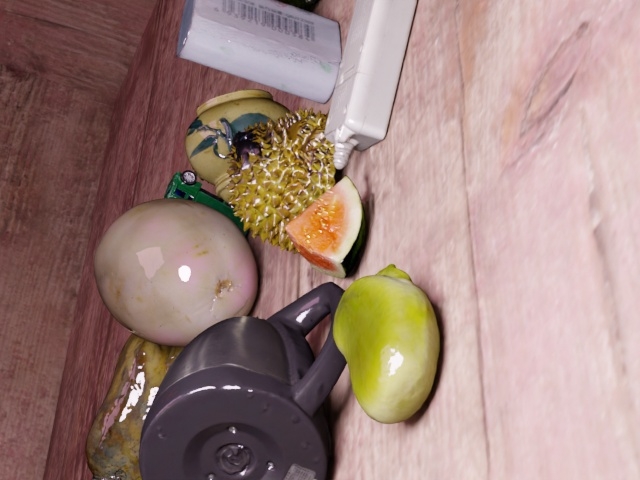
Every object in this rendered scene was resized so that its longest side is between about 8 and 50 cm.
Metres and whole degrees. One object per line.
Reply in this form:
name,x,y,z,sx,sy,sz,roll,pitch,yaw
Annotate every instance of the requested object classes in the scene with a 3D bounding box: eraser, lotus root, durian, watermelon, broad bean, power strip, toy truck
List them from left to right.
lotus root,-0.274,0.271,2.152,0.275,0.152,0.160,-67,15,-10
toy truck,-0.186,-0.045,2.187,0.065,0.147,0.079,-51,11,51
eraser,-0.089,-0.294,1.977,0.174,0.227,0.081,-90,23,-47
durian,-0.049,-0.102,1.803,0.193,0.137,0.237,-99,31,-60
watermelon,0.000,0.000,1.620,0.135,0.094,0.125,122,151,-53
power strip,0.070,-0.248,1.707,0.098,0.058,0.338,159,127,-69
broad bean,0.069,0.097,1.328,0.124,0.082,0.174,-67,27,21

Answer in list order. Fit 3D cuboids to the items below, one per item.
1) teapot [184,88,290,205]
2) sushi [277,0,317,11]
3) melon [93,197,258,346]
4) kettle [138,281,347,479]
teapot,-0.111,-0.115,2.029,0.269,0.173,0.183,123,135,-70
sushi,-0.074,-0.491,2.227,0.352,0.178,0.294,-54,27,41
melon,-0.218,0.048,2.044,0.317,0.223,0.223,9,82,58
kettle,-0.086,0.166,1.555,0.271,0.207,0.251,-90,15,-66
